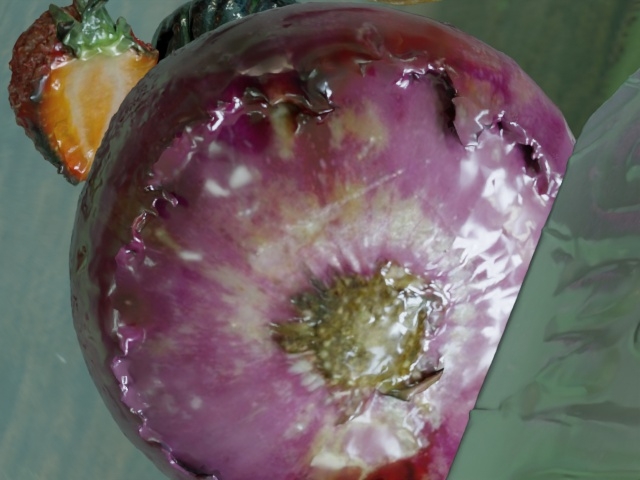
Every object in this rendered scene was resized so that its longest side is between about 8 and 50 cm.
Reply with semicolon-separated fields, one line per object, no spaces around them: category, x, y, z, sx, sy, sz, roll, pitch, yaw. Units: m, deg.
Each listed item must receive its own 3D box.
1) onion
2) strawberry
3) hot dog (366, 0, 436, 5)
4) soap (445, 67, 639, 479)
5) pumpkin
onion;0.015;0.002;1.207;0.358;0.345;0.358;4;125;6
strawberry;-0.215;-0.141;1.560;0.140;0.192;0.085;-45;63;-2
hot dog;0.118;-0.288;1.803;0.062;0.236;0.092;22;72;-45
soap;0.154;0.054;0.634;0.115;0.208;0.346;29;74;-22
pumpkin;-0.074;-0.151;1.704;0.150;0.194;0.194;-35;102;-42
